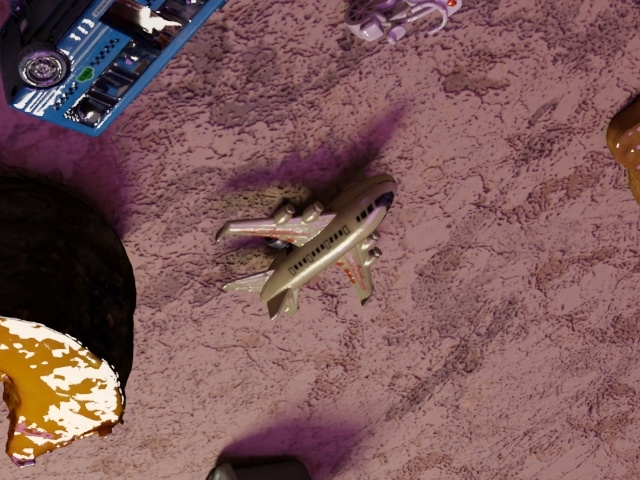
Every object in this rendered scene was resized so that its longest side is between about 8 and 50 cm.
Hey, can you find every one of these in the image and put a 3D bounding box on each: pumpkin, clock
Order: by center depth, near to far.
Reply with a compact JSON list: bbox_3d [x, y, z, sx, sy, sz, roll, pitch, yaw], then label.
[{"bbox_3d":[0.084,-0.236,1.135,0.129,0.087,0.041,-27,137,20],"label":"clock"},{"bbox_3d":[-0.342,0.075,1.192,0.303,0.225,0.256,22,126,-36],"label":"pumpkin"}]

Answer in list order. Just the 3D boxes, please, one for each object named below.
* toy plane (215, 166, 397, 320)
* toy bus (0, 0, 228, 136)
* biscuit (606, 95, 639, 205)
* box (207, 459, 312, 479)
[{"bbox_3d":[0.000,0.000,1.333,0.229,0.092,0.244,25,120,-34],"label":"toy plane"},{"bbox_3d":[-0.183,-0.215,1.037,0.134,0.113,0.246,25,123,-41],"label":"toy bus"},{"bbox_3d":[0.545,-0.151,1.393,0.385,0.062,0.365,17,127,-32],"label":"biscuit"},{"bbox_3d":[-0.064,0.435,1.653,0.135,0.243,0.163,-8,136,-29],"label":"box"}]
